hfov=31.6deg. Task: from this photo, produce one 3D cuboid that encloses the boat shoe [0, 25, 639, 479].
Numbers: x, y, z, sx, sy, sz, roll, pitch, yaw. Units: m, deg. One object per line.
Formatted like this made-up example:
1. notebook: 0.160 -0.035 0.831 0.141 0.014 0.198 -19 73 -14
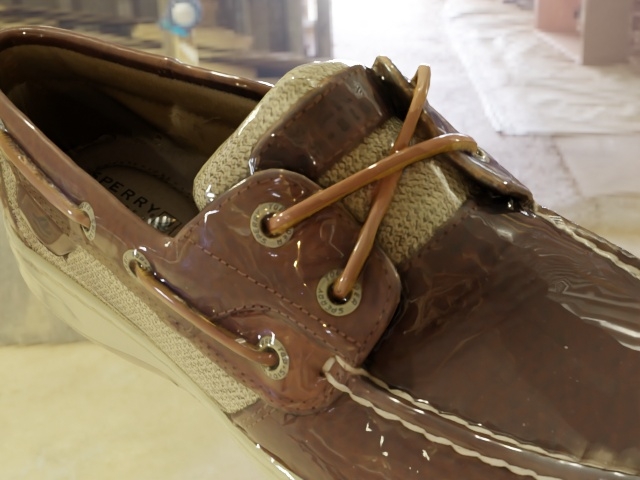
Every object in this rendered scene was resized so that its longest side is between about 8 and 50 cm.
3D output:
1. boat shoe: 0.000 0.000 0.380 0.342 0.123 0.123 26 54 36
